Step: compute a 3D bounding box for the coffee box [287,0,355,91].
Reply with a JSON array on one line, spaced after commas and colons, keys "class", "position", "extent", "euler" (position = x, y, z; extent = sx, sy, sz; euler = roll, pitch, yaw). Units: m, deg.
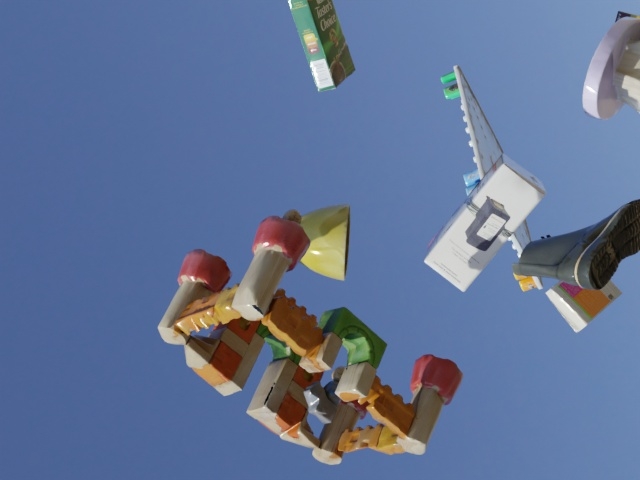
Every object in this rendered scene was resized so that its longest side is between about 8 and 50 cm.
[{"class": "coffee box", "position": [0.003, -0.370, 1.981], "extent": [0.113, 0.040, 0.184], "euler": [-49, -55, -56]}]

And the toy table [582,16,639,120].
[{"class": "toy table", "position": [0.591, -0.296, 1.968], "extent": [0.274, 0.161, 0.252], "euler": [-46, -37, -39]}]

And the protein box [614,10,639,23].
[{"class": "protein box", "position": [0.710, -0.361, 2.202], "extent": [0.201, 0.200, 0.135], "euler": [6, -73, -22]}]

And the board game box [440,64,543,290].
[{"class": "board game box", "position": [0.381, -0.134, 2.461], "extent": [0.390, 0.050, 0.390], "euler": [52, -156, -45]}]

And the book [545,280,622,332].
[{"class": "book", "position": [0.505, 0.100, 2.110], "extent": [0.144, 0.035, 0.096], "euler": [-31, -104, -39]}]

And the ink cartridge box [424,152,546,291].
[{"class": "ink cartridge box", "position": [0.308, -0.038, 2.078], "extent": [0.100, 0.237, 0.172], "euler": [38, -166, -1]}]

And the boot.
[{"class": "boot", "position": [0.382, -0.005, 1.608], "extent": [0.198, 0.137, 0.076], "euler": [-35, -63, -37]}]

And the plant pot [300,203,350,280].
[{"class": "plant pot", "position": [0.000, 0.000, 1.906], "extent": [0.134, 0.095, 0.134], "euler": [4, -90, -87]}]

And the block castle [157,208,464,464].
[{"class": "block castle", "position": [-0.013, 0.165, 1.830], "extent": [0.453, 0.303, 0.212], "euler": [41, -127, -23]}]
